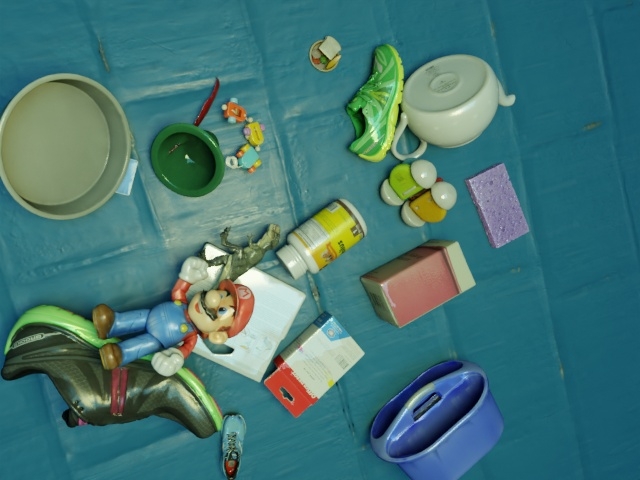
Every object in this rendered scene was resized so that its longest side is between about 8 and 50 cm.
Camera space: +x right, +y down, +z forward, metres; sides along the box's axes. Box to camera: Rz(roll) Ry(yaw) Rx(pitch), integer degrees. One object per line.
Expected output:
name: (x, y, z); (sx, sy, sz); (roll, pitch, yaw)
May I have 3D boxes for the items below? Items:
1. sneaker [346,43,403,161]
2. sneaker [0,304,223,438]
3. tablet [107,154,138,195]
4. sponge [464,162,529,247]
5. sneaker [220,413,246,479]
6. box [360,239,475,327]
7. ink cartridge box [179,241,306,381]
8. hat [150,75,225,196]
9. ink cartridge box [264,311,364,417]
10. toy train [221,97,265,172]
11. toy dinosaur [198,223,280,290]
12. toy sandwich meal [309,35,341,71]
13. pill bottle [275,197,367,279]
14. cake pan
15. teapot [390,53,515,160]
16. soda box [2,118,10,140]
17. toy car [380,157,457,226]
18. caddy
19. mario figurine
sneaker: (0.130, -0.347, 1.292); (0.123, 0.109, 0.296); (9, 85, -11)
sneaker: (-0.439, 0.319, 1.123); (0.482, 0.185, 0.202); (26, 64, -6)
tablet: (-0.454, -0.149, 1.197); (0.054, 0.006, 0.084); (14, 90, -16)
sponge: (0.489, -0.096, 1.447); (0.117, 0.031, 0.210); (-27, 100, -12)
sneaker: (-0.208, 0.500, 1.265); (0.063, 0.073, 0.162); (0, 93, -15)
box: (0.243, 0.103, 1.329); (0.232, 0.148, 0.127); (-27, 99, -13)
ink cartridge box: (-0.208, 0.172, 1.255); (0.275, 0.060, 0.239); (29, 86, -15)
hat: (-0.274, -0.229, 1.236); (0.173, 0.184, 0.208); (43, 121, -15)
ink cartridge box: (-0.022, 0.306, 1.303); (0.231, 0.078, 0.134); (-41, 102, -10)
toy train: (-0.191, -0.239, 1.225); (0.125, 0.046, 0.167); (10, 78, -45)
toy dinosaur: (-0.205, 0.043, 1.191); (0.268, 0.064, 0.118); (-46, 109, -6)
toy sandwich meal: (0.014, -0.462, 1.296); (0.085, 0.029, 0.086); (-1, 93, -15)
pill bottle: (0.000, 0.000, 1.272); (0.214, 0.117, 0.117); (-37, 102, -10)
cake pan: (-0.521, -0.190, 1.064); (0.054, 0.293, 0.294); (18, 87, 28)
teapot: (0.325, -0.320, 1.312); (0.253, 0.255, 0.187); (-64, 145, -25)
soda box: (-0.636, -0.215, 1.057); (0.053, 0.169, 0.060); (19, 88, -12)
toy car: (0.257, -0.136, 1.336); (0.182, 0.159, 0.136); (43, 47, -13)
caddy: (0.285, 0.445, 1.314); (0.341, 0.241, 0.179); (-37, 106, -11)
mario figurine: (-0.287, 0.146, 1.063); (0.320, 0.170, 0.198); (-14, 100, -23)
